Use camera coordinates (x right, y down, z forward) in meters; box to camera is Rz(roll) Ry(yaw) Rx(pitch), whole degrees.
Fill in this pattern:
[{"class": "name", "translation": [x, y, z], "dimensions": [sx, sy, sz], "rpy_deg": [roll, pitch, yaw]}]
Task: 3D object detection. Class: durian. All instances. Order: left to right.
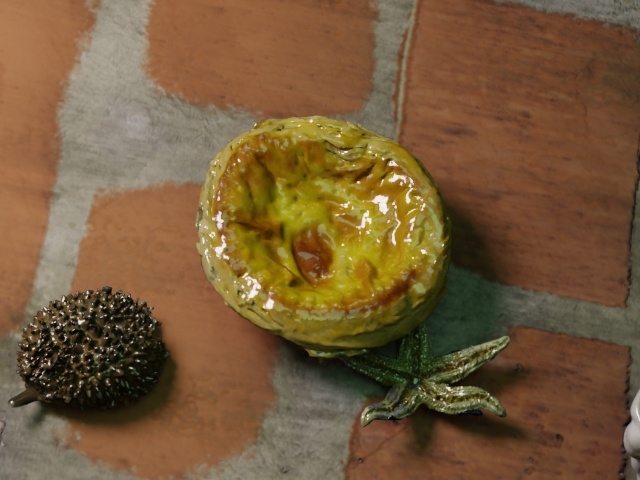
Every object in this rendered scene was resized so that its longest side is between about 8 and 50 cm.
[{"class": "durian", "translation": [-0.250, 0.113, 1.608], "dimensions": [0.188, 0.091, 0.148], "rpy_deg": [-36, 73, -20]}]

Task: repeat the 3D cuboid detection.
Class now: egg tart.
[{"class": "egg tart", "translation": [0.000, 0.000, 1.686], "dimensions": [0.294, 0.116, 0.295], "rpy_deg": [4, 63, -8]}]

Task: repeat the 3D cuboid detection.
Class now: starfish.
[{"class": "starfish", "translation": [0.103, 0.130, 1.671], "dimensions": [0.208, 0.053, 0.176], "rpy_deg": [-1, 55, -11]}]

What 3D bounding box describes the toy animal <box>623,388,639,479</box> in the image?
[{"class": "toy animal", "translation": [0.423, 0.221, 1.614], "dimensions": [0.208, 0.156, 0.204], "rpy_deg": [26, 65, 14]}]
